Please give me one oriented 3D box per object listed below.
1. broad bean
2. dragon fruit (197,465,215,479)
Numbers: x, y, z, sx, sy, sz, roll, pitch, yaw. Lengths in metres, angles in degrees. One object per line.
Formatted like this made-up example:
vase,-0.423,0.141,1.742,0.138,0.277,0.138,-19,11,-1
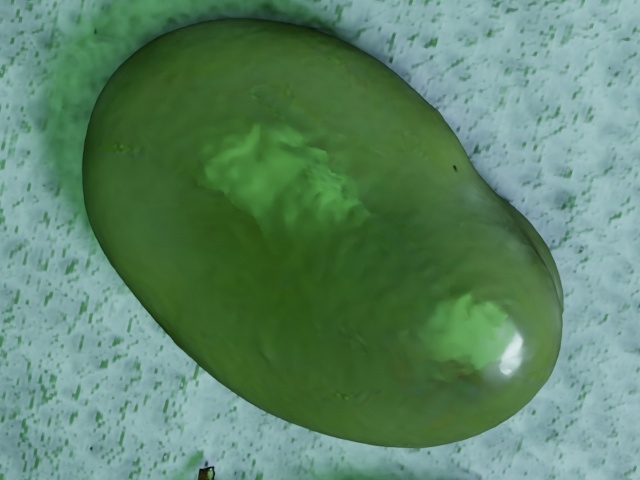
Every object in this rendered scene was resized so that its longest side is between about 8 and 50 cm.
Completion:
broad bean,0.000,0.000,0.983,0.263,0.121,0.189,39,113,5
dragon fruit,0.034,0.196,1.045,0.246,0.125,0.125,26,80,14
